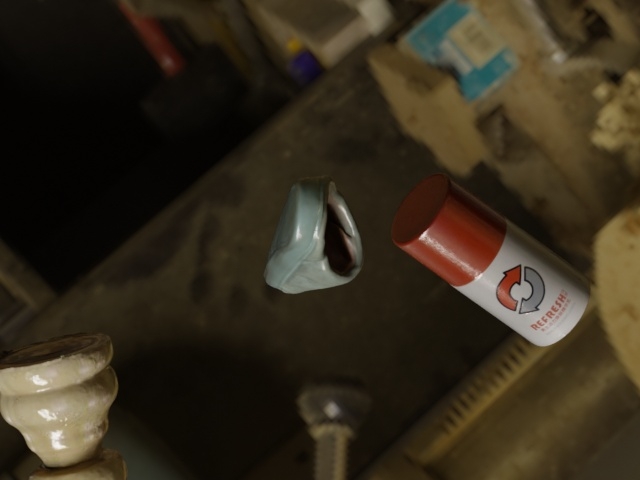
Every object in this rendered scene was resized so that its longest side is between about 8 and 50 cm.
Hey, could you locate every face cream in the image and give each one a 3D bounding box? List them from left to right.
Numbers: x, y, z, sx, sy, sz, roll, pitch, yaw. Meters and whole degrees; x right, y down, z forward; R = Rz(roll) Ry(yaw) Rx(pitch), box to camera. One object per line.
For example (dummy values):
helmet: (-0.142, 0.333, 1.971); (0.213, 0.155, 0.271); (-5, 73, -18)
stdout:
face cream: (0.185, 0.022, 1.824); (0.214, 0.096, 0.096); (34, 174, -23)

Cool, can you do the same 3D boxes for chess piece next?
chess piece: (-0.269, 0.239, 1.837); (0.143, 0.143, 0.261); (-166, 63, -70)

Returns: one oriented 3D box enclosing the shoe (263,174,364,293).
shoe: (0.000, 0.000, 1.786); (0.100, 0.103, 0.251); (16, 167, -1)
